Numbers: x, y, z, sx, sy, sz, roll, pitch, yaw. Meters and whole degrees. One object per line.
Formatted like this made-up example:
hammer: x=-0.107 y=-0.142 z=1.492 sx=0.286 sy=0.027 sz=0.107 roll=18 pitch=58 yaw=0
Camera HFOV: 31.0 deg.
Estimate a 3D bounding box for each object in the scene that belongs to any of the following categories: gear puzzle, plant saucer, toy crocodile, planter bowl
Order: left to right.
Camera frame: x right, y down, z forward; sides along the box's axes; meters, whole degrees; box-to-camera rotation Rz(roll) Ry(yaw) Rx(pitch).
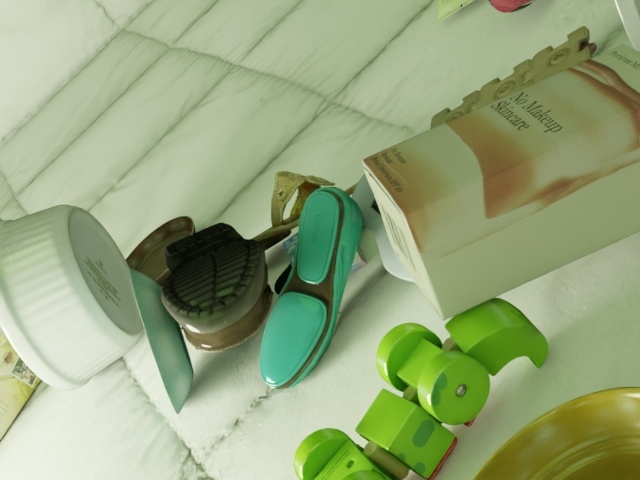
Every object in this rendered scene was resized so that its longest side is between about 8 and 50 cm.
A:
plant saucer: x=-0.257 y=0.031 z=1.834 sx=0.168 sy=0.029 sz=0.168 roll=-33 pitch=27 yaw=20
plant saucer: x=-0.194 y=0.122 z=1.455 sx=0.037 sy=0.195 sz=0.195 roll=-18 pitch=27 yaw=-5
toy crocodile: x=0.074 y=0.188 z=1.077 sx=0.340 sy=0.105 sz=0.115 roll=-51 pitch=27 yaw=-6
gear puzzle: x=0.201 y=-0.126 z=1.433 sx=0.339 sy=0.044 sz=0.175 roll=-30 pitch=30 yaw=30
planter bowl: x=0.201 y=0.216 z=0.841 sx=0.217 sy=0.090 sz=0.217 roll=-35 pitch=19 yaw=14

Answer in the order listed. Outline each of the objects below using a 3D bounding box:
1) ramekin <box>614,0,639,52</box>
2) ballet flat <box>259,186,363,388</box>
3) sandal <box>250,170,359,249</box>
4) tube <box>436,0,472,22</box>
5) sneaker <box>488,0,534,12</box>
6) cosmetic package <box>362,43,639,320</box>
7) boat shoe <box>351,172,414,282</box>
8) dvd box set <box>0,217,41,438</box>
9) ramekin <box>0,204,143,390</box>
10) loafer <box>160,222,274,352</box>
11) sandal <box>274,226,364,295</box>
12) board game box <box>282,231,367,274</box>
ramekin: x=0.384 y=-0.297 z=1.254 sx=0.109 sy=0.207 sz=0.207 roll=-17 pitch=35 yaw=26
ballet flat: x=0.000 y=0.060 z=1.356 sx=0.083 sy=0.087 sz=0.247 roll=18 pitch=95 yaw=33
sandal: x=-0.045 y=-0.052 z=1.547 sx=0.240 sy=0.079 sz=0.088 roll=-32 pitch=0 yaw=45
tube: x=0.219 y=-0.432 z=1.850 sx=0.240 sy=0.062 sz=0.070 roll=-88 pitch=10 yaw=-50
sneaker: x=0.291 y=-0.424 z=1.691 sx=0.112 sy=0.121 sz=0.299 roll=122 pitch=171 yaw=-47
cosmetic package: x=0.209 y=-0.062 z=1.121 sx=0.296 sy=0.129 sz=0.153 roll=-24 pitch=27 yaw=-5
boat shoe: x=0.112 y=-0.016 z=1.330 sx=0.095 sy=0.084 sz=0.258 roll=-60 pitch=23 yaw=16
dvd box set: x=-0.573 y=0.161 z=1.764 sx=0.062 sy=0.307 sz=0.420 roll=-15 pitch=38 yaw=48
ramekin: x=-0.363 y=0.071 z=1.672 sx=0.127 sy=0.273 sz=0.273 roll=-26 pitch=29 yaw=8
loafer: x=-0.114 y=0.071 z=1.443 sx=0.133 sy=0.130 sz=0.366 roll=-24 pitch=14 yaw=-1
sandal: x=0.000 y=0.000 z=1.511 sx=0.179 sy=0.040 sz=0.067 roll=-46 pitch=26 yaw=-7
board game box: x=0.004 y=0.016 z=1.463 sx=0.090 sy=0.020 sz=0.090 roll=-35 pitch=55 yaw=16
